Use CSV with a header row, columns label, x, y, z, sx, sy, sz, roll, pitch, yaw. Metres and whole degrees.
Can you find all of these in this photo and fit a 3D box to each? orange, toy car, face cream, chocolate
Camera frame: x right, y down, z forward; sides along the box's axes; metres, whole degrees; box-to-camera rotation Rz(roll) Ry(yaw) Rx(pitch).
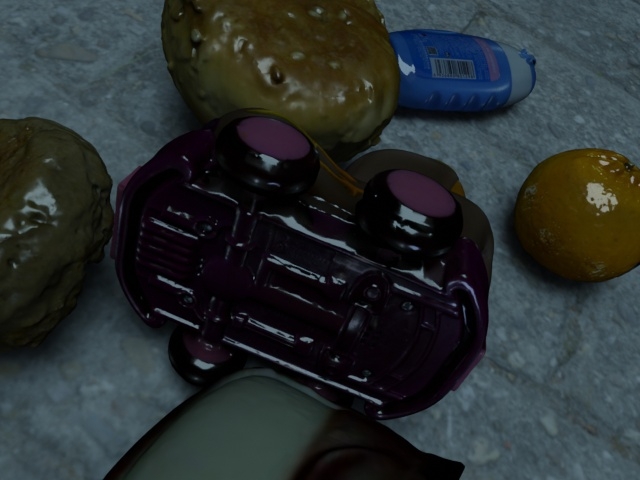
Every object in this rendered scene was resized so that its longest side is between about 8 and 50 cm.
label,x,y,z,sx,sy,sz,roll,pitch,yaw
orange,0.340,-0.033,0.707,0.177,0.155,0.178,2,67,-4
toy car,0.000,0.000,0.534,0.340,0.271,0.240,23,37,-2
face cream,0.211,-0.259,0.843,0.263,0.083,0.149,-3,61,-19
chocolate,-0.049,0.210,0.383,0.186,0.284,0.283,35,54,24

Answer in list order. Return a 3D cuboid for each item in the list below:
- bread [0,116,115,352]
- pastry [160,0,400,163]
label,x,y,z,sx,sy,sz,roll,pitch,yaw
bread,-0.283,-0.001,0.479,0.229,0.123,0.230,-10,48,11
pastry,-0.051,-0.212,0.673,0.284,0.184,0.316,-3,59,-26
